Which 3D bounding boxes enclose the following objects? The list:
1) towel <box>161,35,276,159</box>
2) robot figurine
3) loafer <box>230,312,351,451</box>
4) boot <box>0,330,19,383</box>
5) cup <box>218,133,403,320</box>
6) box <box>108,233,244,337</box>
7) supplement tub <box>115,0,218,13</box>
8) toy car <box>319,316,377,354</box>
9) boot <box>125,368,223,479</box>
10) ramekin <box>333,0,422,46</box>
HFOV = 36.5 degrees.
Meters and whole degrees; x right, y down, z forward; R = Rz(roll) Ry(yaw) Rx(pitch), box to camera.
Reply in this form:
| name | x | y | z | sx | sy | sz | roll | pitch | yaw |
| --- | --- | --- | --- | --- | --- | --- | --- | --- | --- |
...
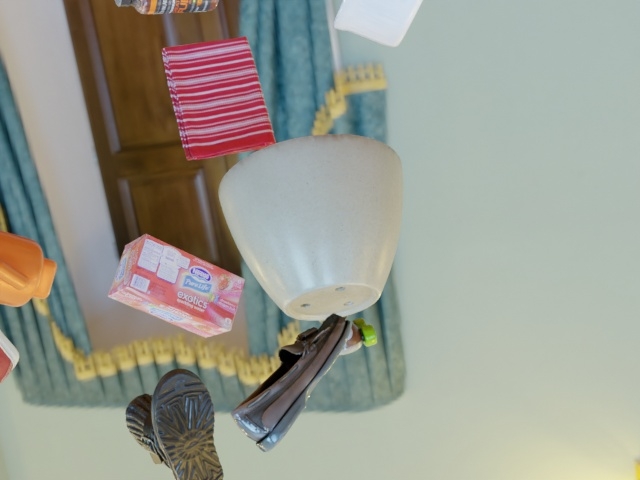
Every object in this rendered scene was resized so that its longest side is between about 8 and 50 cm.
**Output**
| name | x | y | z | sx | sy | sz | roll | pitch | yaw |
| --- | --- | --- | --- | --- | --- | --- | --- | --- | --- |
| towel | -0.218 | -0.306 | 2.080 | 0.198 | 0.275 | 0.031 | -11 | 163 | -17 |
| robot figurine | -0.574 | 0.042 | 1.698 | 0.219 | 0.128 | 0.158 | 19 | -147 | -41 |
| loafer | -0.040 | 0.196 | 1.484 | 0.096 | 0.084 | 0.267 | -45 | -172 | 50 |
| boot | -0.670 | 0.197 | 1.761 | 0.088 | 0.244 | 0.176 | -18 | -151 | 29 |
| cup | 0.000 | 0.000 | 1.687 | 0.330 | 0.237 | 0.331 | -8 | 156 | -4 |
| box | -0.367 | 0.120 | 2.487 | 0.299 | 0.154 | 0.142 | 26 | 155 | -26 |
| supplement tub | -0.305 | -0.500 | 1.914 | 0.197 | 0.106 | 0.106 | -9 | -168 | -22 |
| toy car | 0.034 | 0.181 | 2.405 | 0.155 | 0.189 | 0.149 | -16 | -168 | -11 |
| boot | -0.344 | 0.390 | 2.163 | 0.131 | 0.348 | 0.260 | -20 | -148 | -26 |
| ramekin | 0.143 | -0.510 | 1.876 | 0.135 | 0.277 | 0.277 | 25 | -166 | -3 |
